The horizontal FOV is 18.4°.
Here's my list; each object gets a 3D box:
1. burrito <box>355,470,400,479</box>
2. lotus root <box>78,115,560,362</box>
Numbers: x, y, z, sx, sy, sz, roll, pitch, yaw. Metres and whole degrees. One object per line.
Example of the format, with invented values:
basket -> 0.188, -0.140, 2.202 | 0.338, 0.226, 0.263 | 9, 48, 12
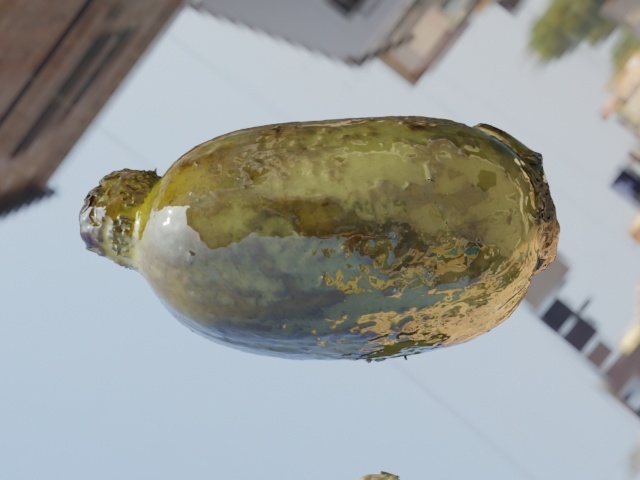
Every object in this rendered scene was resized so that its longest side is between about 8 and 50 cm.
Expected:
burrito -> 0.077, 0.227, 1.549 | 0.087, 0.060, 0.226 | 6, -178, -17
lotus root -> 0.000, 0.000, 1.277 | 0.309, 0.173, 0.173 | -3, -164, 0
